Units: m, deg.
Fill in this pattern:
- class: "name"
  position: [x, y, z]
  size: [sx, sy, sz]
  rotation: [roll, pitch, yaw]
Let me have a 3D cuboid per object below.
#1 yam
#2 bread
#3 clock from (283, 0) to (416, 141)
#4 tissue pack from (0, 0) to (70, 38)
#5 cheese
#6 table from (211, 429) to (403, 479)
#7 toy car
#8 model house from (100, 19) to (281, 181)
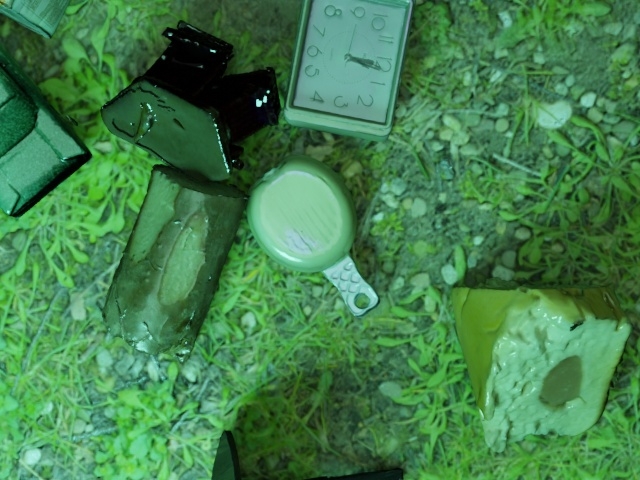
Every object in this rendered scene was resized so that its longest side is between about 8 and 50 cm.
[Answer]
- class: "yam"
  position: [-0.188, 0.028, 1.129]
  size: [0.128, 0.129, 0.238]
  rotation: [20, 94, -15]
- class: "bread"
  position: [0.279, 0.148, 1.089]
  size: [0.183, 0.211, 0.224]
  rotation: [-7, 86, -7]
- class: "clock"
  position: [0.039, -0.234, 1.150]
  size: [0.147, 0.071, 0.192]
  rotation: [11, 91, -1]
- class: "tissue pack"
  position: [-0.353, -0.386, 1.088]
  size: [0.124, 0.185, 0.225]
  rotation: [26, 90, 0]
- class: "cheese"
  position: [0.000, 0.000, 1.158]
  size: [0.137, 0.064, 0.227]
  rotation: [-35, 90, 4]
- class: "table"
  position: [-0.009, 0.395, 1.100]
  size: [0.249, 0.317, 0.317]
  rotation: [8, 91, -14]
- class: "toy car"
  position: [-0.441, -0.193, 1.134]
  size: [0.141, 0.097, 0.321]
  rotation: [-40, 91, 0]
- class: "model house"
  position: [-0.147, -0.177, 1.124]
  size: [0.203, 0.141, 0.164]
  rotation: [33, 47, 11]
